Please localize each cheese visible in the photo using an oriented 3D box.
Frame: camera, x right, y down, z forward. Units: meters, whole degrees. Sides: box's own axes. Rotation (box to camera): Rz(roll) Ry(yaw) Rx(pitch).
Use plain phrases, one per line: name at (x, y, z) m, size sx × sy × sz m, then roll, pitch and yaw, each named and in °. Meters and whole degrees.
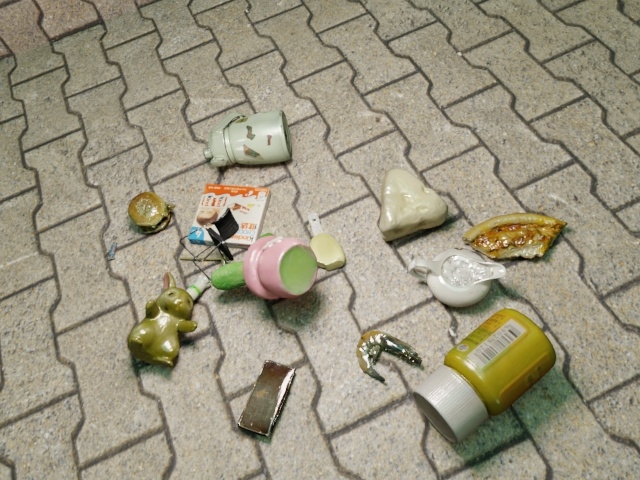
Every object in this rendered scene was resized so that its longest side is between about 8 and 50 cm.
cheese at (0.321, -0.143, 1.918) m, size 0.251 × 0.173 × 0.248 m, roll -10°, pitch 67°, yaw 4°
cheese at (0.000, 0.000, 1.954) m, size 0.127 × 0.050 × 0.255 m, roll -20°, pitch 57°, yaw -2°

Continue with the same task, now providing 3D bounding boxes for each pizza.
pizza at (0.681, -0.016, 1.845) m, size 0.365 × 0.074 × 0.182 m, roll -3°, pitch 50°, yaw 8°

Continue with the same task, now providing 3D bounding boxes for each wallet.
wallet at (-0.168, 0.501, 1.688) m, size 0.122 × 0.031 × 0.232 m, roll 13°, pitch 60°, yaw 20°

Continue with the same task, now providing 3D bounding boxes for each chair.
chair at (-0.363, 0.008, 1.898) m, size 0.221 × 0.140 × 0.145 m, roll -40°, pitch 57°, yaw -17°

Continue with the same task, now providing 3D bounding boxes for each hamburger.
hamburger at (-0.658, -0.114, 2.074) m, size 0.185 × 0.131 × 0.159 m, roll -16°, pitch 62°, yaw -6°

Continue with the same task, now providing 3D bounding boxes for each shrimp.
shrimp at (0.213, 0.377, 1.698) m, size 0.217 × 0.051 × 0.150 m, roll 17°, pitch 66°, yaw 27°

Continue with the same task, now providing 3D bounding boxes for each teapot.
teapot at (0.442, 0.117, 1.761) m, size 0.299 × 0.166 × 0.208 m, roll 6°, pitch 72°, yaw 1°

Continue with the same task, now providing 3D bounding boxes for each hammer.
hammer at (-0.441, 0.080, 1.991) m, size 0.195 × 0.028 × 0.060 m, roll 0°, pitch 66°, yaw 12°

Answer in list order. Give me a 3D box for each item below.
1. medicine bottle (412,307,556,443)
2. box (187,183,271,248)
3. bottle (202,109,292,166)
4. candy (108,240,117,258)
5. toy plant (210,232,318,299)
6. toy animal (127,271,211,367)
medicine bottle at (0.473, 0.393, 1.542) m, size 0.384 × 0.224 × 0.224 m, roll -36°, pitch 61°, yaw -14°
box at (-0.352, -0.098, 2.065) m, size 0.273 × 0.048 × 0.265 m, roll 4°, pitch 61°, yaw 11°
bottle at (-0.304, -0.409, 2.161) m, size 0.351 × 0.229 × 0.229 m, roll -8°, pitch 58°, yaw 7°
candy at (-0.809, 0.038, 2.068) m, size 0.030 × 0.020 × 0.083 m, roll -2°, pitch 57°, yaw 7°
toy plant at (-0.164, 0.080, 1.794) m, size 0.356 × 0.211 × 0.317 m, roll -10°, pitch 26°, yaw 51°
toy animal at (-0.511, 0.244, 1.802) m, size 0.181 × 0.180 × 0.363 m, roll 33°, pitch 69°, yaw -18°
